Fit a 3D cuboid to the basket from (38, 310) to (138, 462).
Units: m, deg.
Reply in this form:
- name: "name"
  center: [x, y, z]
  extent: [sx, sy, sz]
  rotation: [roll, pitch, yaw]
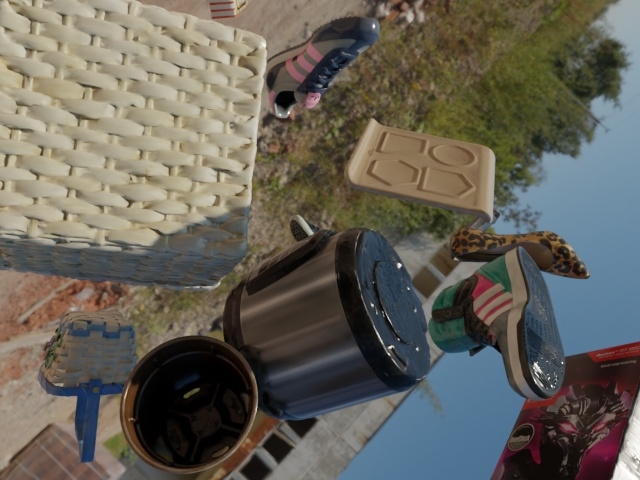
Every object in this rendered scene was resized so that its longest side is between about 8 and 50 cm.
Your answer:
- name: "basket"
  center: [-0.505, 0.303, 1.185]
  extent: [0.201, 0.288, 0.255]
  rotation: [2, 178, -29]

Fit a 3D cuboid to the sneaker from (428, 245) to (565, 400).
- name: "sneaker"
  center: [0.249, 0.139, 0.821]
  extent: [0.178, 0.124, 0.295]
  rotation: [-35, -164, 31]

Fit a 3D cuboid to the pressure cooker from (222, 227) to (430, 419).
- name: "pressure cooker"
  center: [-0.013, 0.201, 1.205]
  extent: [0.420, 0.370, 0.375]
  rotation: [-24, -134, 25]

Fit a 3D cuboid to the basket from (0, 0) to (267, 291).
- name: "basket"
  center: [-0.257, -0.113, 0.730]
  extent: [0.266, 0.331, 0.328]
  rotation: [159, -62, -66]

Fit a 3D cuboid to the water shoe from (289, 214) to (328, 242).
- name: "water shoe"
  center: [0.000, 0.000, 1.405]
  extent: [0.073, 0.203, 0.080]
  rotation: [-9, -144, 54]

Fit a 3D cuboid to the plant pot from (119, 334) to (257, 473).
- name: "plant pot"
  center: [-0.165, 0.232, 0.738]
  extent: [0.167, 0.167, 0.165]
  rotation: [-46, 164, -22]

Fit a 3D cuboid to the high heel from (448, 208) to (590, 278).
- name: "high heel"
  center: [0.398, 0.043, 1.107]
  extent: [0.186, 0.261, 0.093]
  rotation: [-37, 148, -36]

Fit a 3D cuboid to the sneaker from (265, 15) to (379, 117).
- name: "sneaker"
  center: [0.002, -0.343, 1.107]
  extent: [0.112, 0.131, 0.319]
  rotation: [2, 173, -37]

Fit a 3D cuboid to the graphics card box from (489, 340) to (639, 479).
- name: "graphics card box"
  center: [0.404, 0.331, 0.852]
  extent: [0.371, 0.094, 0.233]
  rotation: [-49, -173, -33]

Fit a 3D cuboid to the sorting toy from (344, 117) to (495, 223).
- name: "sorting toy"
  center: [0.151, -0.103, 0.796]
  extent: [0.193, 0.208, 0.038]
  rotation: [-66, 170, -50]

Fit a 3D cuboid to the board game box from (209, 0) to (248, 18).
- name: "board game box"
  center: [-0.168, -0.484, 0.965]
  extent: [0.193, 0.045, 0.146]
  rotation: [-91, 177, -62]
